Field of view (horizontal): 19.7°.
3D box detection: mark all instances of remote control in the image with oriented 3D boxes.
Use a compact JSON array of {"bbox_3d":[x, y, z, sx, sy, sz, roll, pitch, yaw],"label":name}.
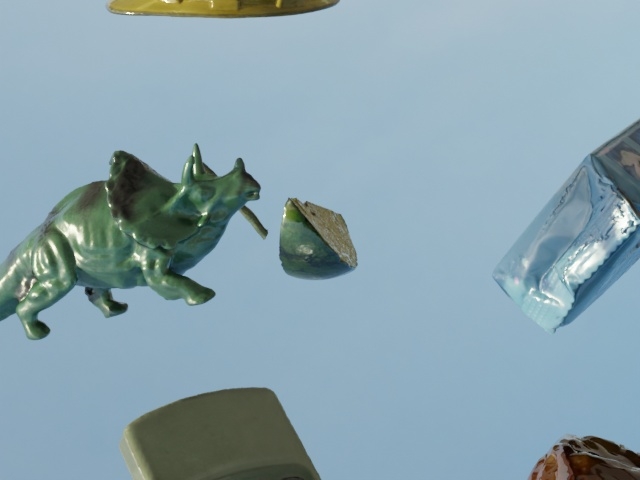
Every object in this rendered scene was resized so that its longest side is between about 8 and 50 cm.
[{"bbox_3d":[-0.027,0.220,1.193,0.123,0.038,0.285,-10,-122,-28],"label":"remote control"}]

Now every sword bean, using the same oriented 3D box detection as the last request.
[{"bbox_3d":[-0.068,-0.032,1.460,0.083,0.012,0.012,47,-164,-18],"label":"sword bean"}]

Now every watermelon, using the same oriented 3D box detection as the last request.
[{"bbox_3d":[0.009,0.005,2.164,0.075,0.092,0.181,12,177,17],"label":"watermelon"}]

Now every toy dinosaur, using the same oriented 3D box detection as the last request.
[{"bbox_3d":[-0.163,0.028,1.312,0.120,0.292,0.079,50,-162,-8],"label":"toy dinosaur"}]

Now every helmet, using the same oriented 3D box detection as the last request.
[{"bbox_3d":[-0.105,-0.320,2.005,0.256,0.140,0.205,2,-163,1],"label":"helmet"}]

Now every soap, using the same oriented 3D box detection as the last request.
[{"bbox_3d":[0.248,-0.031,1.515,0.077,0.156,0.293,42,-149,11],"label":"soap"}]

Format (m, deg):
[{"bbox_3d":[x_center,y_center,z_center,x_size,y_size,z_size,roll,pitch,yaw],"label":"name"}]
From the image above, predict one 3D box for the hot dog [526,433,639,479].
[{"bbox_3d":[0.325,0.282,1.390,0.387,0.174,0.267,20,-176,15],"label":"hot dog"}]
